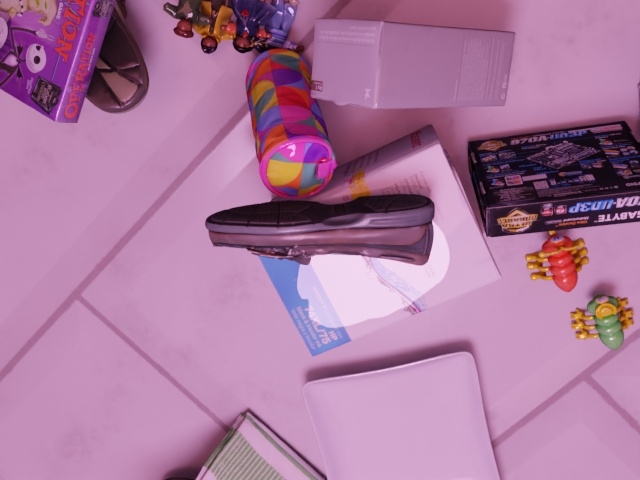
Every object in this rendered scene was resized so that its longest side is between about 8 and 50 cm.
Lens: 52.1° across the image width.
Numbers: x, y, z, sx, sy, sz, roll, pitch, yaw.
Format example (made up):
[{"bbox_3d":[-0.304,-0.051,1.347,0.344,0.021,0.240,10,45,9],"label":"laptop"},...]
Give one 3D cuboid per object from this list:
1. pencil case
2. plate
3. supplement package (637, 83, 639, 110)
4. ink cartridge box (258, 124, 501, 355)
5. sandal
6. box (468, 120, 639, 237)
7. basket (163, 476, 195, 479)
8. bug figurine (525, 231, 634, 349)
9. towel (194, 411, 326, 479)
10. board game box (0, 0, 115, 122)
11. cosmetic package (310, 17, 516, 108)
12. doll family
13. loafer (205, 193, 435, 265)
[{"bbox_3d":[-0.040,-0.159,0.850,0.105,0.236,0.104,-5,136,-5],"label":"pencil case"},{"bbox_3d":[0.135,0.323,1.071,0.278,0.045,0.277,-13,104,8],"label":"plate"},{"bbox_3d":[0.500,-0.131,0.794,0.150,0.203,0.194,-2,85,6],"label":"supplement package"},{"bbox_3d":[0.075,-0.008,0.905,0.270,0.198,0.197,-24,102,13],"label":"ink cartridge box"},{"bbox_3d":[-0.320,-0.312,0.910,0.120,0.086,0.302,-19,87,5],"label":"sandal"},{"bbox_3d":[0.317,-0.084,0.867,0.221,0.175,0.051,-7,126,8],"label":"box"},{"bbox_3d":[-0.226,0.533,1.058,0.205,0.226,0.154,26,126,3],"label":"basket"},{"bbox_3d":[0.455,0.043,0.945,0.279,0.072,0.216,-21,103,11],"label":"bug figurine"},{"bbox_3d":[-0.121,0.466,1.021,0.248,0.324,0.038,43,140,-7],"label":"towel"},{"bbox_3d":[-0.345,-0.350,0.828,0.208,0.056,0.346,28,108,12],"label":"board game box"},{"bbox_3d":[0.116,-0.218,0.814,0.127,0.238,0.107,23,113,46],"label":"cosmetic package"},{"bbox_3d":[-0.116,-0.298,0.908,0.193,0.076,0.111,16,102,-2],"label":"doll family"},{"bbox_3d":[0.000,0.000,0.767,0.268,0.096,0.084,-4,110,6],"label":"loafer"}]
